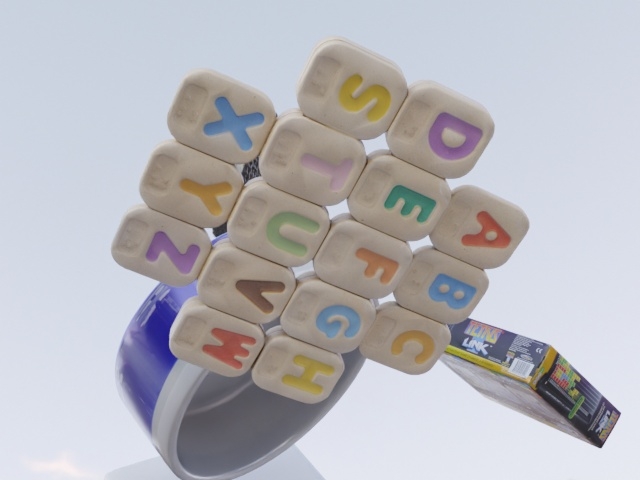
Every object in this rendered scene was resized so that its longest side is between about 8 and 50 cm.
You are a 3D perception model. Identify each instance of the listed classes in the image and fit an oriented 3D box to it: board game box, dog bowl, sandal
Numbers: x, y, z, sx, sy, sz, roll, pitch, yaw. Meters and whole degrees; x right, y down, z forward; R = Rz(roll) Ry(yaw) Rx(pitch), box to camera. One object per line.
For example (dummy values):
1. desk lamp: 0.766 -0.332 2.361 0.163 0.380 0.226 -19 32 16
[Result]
1. board game box: 0.204 0.140 0.849 0.141 0.048 0.170 39 -12 -31
2. dog bowl: -0.069 0.114 0.824 0.265 0.104 0.265 -31 -36 -26
3. sandal: -0.100 -0.084 1.025 0.040 0.179 0.067 15 -6 30

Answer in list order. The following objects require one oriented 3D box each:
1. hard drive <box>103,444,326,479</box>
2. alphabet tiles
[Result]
1. hard drive: -0.055 0.340 0.860 0.233 0.353 0.047 -8 -60 -34
2. alphabet tiles: 0.000 0.000 0.603 0.278 0.021 0.284 23 -65 -15
